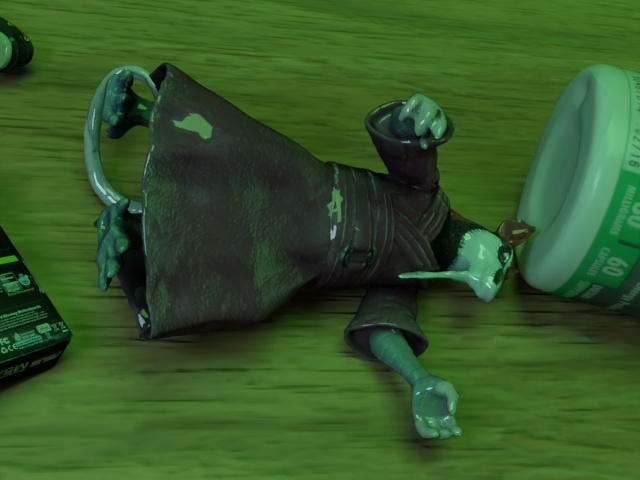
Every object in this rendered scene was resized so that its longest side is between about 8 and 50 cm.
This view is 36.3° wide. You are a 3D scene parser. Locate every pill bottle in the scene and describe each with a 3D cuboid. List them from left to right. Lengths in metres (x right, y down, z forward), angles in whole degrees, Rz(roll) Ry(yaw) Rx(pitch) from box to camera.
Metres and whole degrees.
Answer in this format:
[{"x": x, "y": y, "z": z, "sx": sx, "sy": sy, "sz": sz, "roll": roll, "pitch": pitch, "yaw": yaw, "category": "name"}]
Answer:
[{"x": 0.372, "y": -0.011, "z": 0.849, "sx": 0.361, "sy": 0.204, "sz": 0.204, "roll": 15, "pitch": 48, "yaw": -3, "category": "pill bottle"}]

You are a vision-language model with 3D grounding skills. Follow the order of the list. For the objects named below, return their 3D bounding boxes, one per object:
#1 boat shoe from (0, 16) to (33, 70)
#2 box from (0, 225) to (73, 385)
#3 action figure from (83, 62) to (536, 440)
[{"x": -0.327, "y": -0.197, "z": 0.913, "sx": 0.133, "sy": 0.049, "sz": 0.042, "roll": 29, "pitch": 21, "yaw": 18, "category": "boat shoe"}, {"x": -0.299, "y": 0.032, "z": 0.678, "sx": 0.184, "sy": 0.045, "sz": 0.190, "roll": 50, "pitch": 37, "yaw": 17, "category": "box"}, {"x": 0.000, "y": 0.000, "z": 0.793, "sx": 0.370, "sy": 0.248, "sz": 0.276, "roll": 9, "pitch": 5, "yaw": -25, "category": "action figure"}]
